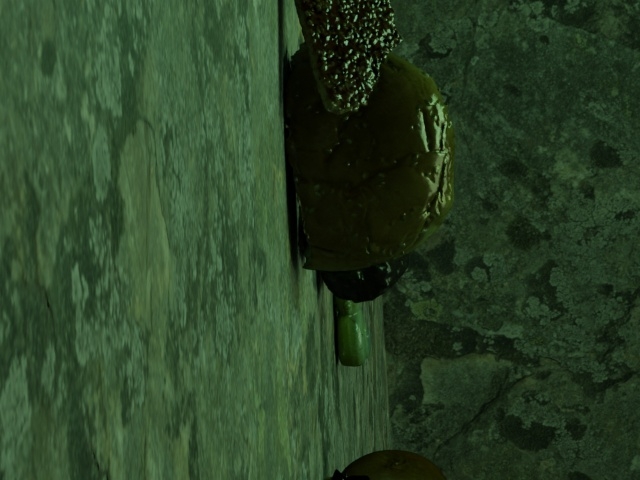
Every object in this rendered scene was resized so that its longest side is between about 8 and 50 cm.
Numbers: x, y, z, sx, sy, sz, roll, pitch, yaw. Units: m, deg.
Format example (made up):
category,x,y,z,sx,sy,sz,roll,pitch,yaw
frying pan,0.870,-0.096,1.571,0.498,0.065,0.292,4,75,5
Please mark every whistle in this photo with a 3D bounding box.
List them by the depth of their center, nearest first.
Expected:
category,x,y,z,sx,sy,sz,roll,pitch,yaw
whistle,0.052,0.115,2.590,0.104,0.057,0.198,-82,170,-66

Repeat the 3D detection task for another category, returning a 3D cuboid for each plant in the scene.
category,x,y,z,sx,sy,sz,roll,pitch,yaw
plant,0.068,0.007,2.350,0.203,0.142,0.131,-59,131,-73

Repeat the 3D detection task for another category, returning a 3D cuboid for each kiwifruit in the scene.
category,x,y,z,sx,sy,sz,roll,pitch,yaw
kiwifruit,0.103,0.430,2.317,0.196,0.196,0.234,-77,164,-72

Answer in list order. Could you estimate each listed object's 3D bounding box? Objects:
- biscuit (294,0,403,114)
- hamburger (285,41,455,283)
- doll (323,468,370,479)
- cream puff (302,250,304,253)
category,x,y,z,sx,sy,sz,roll,pitch,yaw
biscuit,0.035,-0.270,1.925,0.026,0.131,0.236,-39,-117,59
hamburger,0.064,-0.100,1.978,0.132,0.211,0.308,-53,140,-90
doll,0.016,0.384,1.980,0.248,0.088,0.127,-73,-177,-47
cream puff,0.000,0.000,2.084,0.058,0.083,0.083,-48,-174,-2
